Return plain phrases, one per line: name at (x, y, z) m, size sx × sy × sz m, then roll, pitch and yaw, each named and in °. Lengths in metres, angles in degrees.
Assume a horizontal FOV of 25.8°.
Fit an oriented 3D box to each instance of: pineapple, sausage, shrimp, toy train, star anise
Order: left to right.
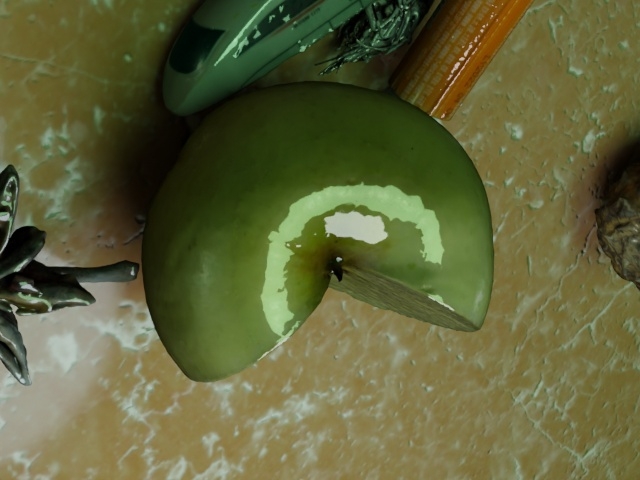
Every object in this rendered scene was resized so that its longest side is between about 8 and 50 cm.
star anise at (-0.275, 0.030, 1.127) m, size 0.231 × 0.089 × 0.209 m, roll 22°, pitch 109°, yaw -35°
toy train at (0.018, -0.251, 1.211) m, size 0.407 × 0.086 × 0.088 m, roll -37°, pitch 127°, yaw -17°
shrimp at (0.056, -0.205, 1.284) m, size 0.165 × 0.056 × 0.065 m, roll -45°, pitch 146°, yaw -23°
sausage at (0.152, -0.219, 1.256) m, size 0.071 × 0.071 × 0.234 m, roll 15°, pitch 119°, yaw -40°
pineapple at (0.466, -0.071, 1.592) m, size 0.361 × 0.175 × 0.175 m, roll -35°, pitch 128°, yaw -30°

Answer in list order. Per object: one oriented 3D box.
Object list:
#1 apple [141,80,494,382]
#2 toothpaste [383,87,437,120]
apple at (-0.007, -0.019, 1.181) m, size 0.295 × 0.258 × 0.233 m, roll -6°, pitch 102°, yaw -10°
toothpaste at (0.065, -0.117, 1.344) m, size 0.164 × 0.034 × 0.046 m, roll -32°, pitch 127°, yaw -21°
